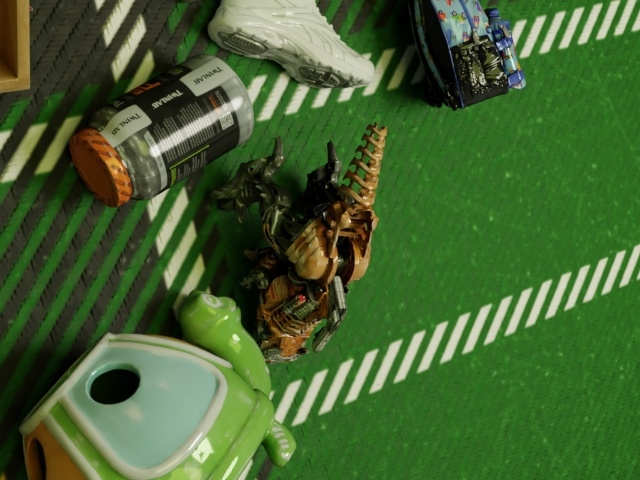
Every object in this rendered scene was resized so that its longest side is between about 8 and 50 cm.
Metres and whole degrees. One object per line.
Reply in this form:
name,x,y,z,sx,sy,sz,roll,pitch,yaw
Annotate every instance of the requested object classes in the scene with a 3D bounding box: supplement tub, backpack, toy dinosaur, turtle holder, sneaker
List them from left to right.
supplement tub,-0.178,-0.122,1.210,0.190,0.117,0.117,-35,108,-29
turtle holder,-0.167,0.196,1.147,0.227,0.243,0.320,42,77,-7
sneaker,-0.021,-0.265,1.331,0.232,0.090,0.115,21,75,-32
toy dinosaur,0.000,0.000,1.256,0.322,0.218,0.164,-43,138,19
backpack,0.184,-0.268,1.418,0.117,0.158,0.173,-20,99,-1

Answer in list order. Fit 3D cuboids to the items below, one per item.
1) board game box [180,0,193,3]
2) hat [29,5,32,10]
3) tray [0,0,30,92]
board game box,-0.097,-0.458,1.278,0.303,0.097,0.224,-41,112,-24
hat,-0.387,-0.390,1.134,0.173,0.183,0.208,-1,49,-39
tray,-0.480,-0.220,0.994,0.411,0.076,0.202,-13,128,-31
